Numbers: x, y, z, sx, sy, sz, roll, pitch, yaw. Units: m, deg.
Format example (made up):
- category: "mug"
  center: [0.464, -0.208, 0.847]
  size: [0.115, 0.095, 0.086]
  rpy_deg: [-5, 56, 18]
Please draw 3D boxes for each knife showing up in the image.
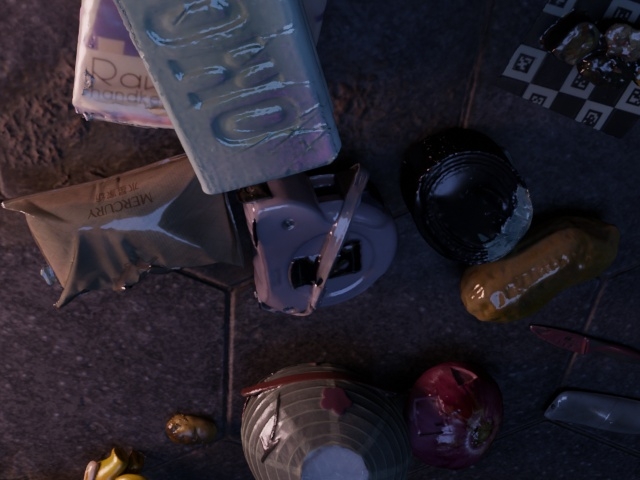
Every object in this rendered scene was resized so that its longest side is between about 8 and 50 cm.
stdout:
- category: "knife"
  center: [0.440, 0.172, 1.322]
  size: [0.248, 0.018, 0.035]
  rpy_deg: [17, 127, -19]

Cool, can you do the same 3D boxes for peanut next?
- category: "peanut"
  center: [0.308, 0.038, 1.131]
  size: [0.237, 0.110, 0.120]
  rpy_deg: [-25, 108, 1]

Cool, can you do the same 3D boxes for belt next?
- category: "belt"
  center: [0.193, -0.055, 1.049]
  size: [0.151, 0.078, 0.198]
  rpy_deg: [-34, 126, 11]

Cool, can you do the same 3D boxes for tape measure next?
- category: "tape measure"
  center: [0.000, 0.000, 1.032]
  size: [0.197, 0.120, 0.236]
  rpy_deg: [-14, 136, -9]

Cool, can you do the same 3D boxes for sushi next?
- category: "sushi"
  center: [0.350, -0.215, 0.965]
  size: [0.215, 0.050, 0.192]
  rpy_deg: [16, 124, -22]

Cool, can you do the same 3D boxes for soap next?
- category: "soap"
  center: [-0.080, -0.172, 0.730]
  size: [0.150, 0.094, 0.261]
  rpy_deg: [-18, 133, 3]

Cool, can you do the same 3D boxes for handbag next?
- category: "handbag"
  center: [-0.224, -0.012, 0.980]
  size: [0.271, 0.117, 0.182]
  rpy_deg: [-16, 118, -1]

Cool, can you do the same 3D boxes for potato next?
- category: "potato"
  center: [-0.207, 0.304, 1.288]
  size: [0.083, 0.040, 0.051]
  rpy_deg: [14, 130, -19]

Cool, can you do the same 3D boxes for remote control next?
- category: "remote control"
  center: [0.506, 0.312, 1.428]
  size: [0.229, 0.044, 0.073]
  rpy_deg: [12, 128, -20]

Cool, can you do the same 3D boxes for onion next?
- category: "onion"
  center: [0.208, 0.274, 1.278]
  size: [0.177, 0.153, 0.177]
  rpy_deg: [-6, 119, -11]

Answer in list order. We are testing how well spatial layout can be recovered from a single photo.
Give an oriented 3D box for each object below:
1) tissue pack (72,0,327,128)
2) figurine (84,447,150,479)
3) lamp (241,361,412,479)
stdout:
- category: "tissue pack"
  center: [-0.106, -0.269, 0.787]
  size: [0.243, 0.125, 0.343]
  rpy_deg: [5, 130, -16]
- category: "figurine"
  center: [-0.386, 0.441, 1.324]
  size: [0.246, 0.131, 0.156]
  rpy_deg: [-49, 137, 14]
- category: "lamp"
  center: [0.004, 0.295, 1.208]
  size: [0.266, 0.233, 0.233]
  rpy_deg: [8, 127, -12]
